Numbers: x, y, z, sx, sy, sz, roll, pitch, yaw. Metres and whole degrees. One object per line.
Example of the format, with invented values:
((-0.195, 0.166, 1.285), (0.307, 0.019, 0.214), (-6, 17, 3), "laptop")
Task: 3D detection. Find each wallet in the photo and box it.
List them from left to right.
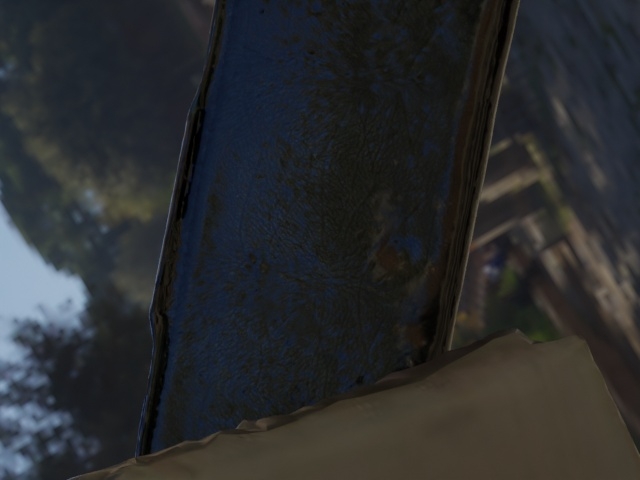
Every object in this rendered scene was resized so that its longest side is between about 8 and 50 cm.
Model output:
((0.000, 0.000, 0.967), (0.045, 0.172, 0.318), (3, -83, -78), "wallet")

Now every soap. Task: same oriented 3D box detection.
((-0.029, 0.247, 0.721), (0.435, 0.213, 0.350), (-30, 86, 57), "soap")
